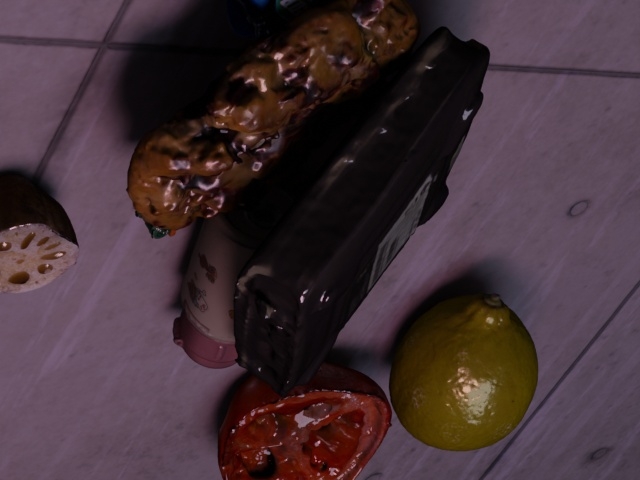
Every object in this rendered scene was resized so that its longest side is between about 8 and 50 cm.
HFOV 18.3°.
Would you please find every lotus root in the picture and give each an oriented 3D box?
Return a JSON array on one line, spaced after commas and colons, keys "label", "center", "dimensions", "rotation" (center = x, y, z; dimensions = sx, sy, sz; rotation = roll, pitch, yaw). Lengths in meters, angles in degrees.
[{"label": "lotus root", "center": [-0.305, -0.003, 1.935], "dimensions": [0.112, 0.081, 0.122], "rotation": [-36, 148, 13]}]

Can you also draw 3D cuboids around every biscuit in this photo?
[{"label": "biscuit", "center": [-0.035, -0.118, 1.896], "dimensions": [0.334, 0.081, 0.289], "rotation": [-34, 168, -19]}]

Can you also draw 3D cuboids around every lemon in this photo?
[{"label": "lemon", "center": [0.180, 0.163, 2.455], "dimensions": [0.184, 0.184, 0.248], "rotation": [-13, 144, -25]}]

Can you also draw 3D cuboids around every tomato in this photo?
[{"label": "tomato", "center": [-0.030, 0.224, 2.453], "dimensions": [0.228, 0.101, 0.228], "rotation": [-15, 138, -13]}]

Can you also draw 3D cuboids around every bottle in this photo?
[{"label": "bottle", "center": [-0.092, 0.045, 2.140], "dimensions": [0.110, 0.110, 0.233], "rotation": [-10, 142, -28]}]

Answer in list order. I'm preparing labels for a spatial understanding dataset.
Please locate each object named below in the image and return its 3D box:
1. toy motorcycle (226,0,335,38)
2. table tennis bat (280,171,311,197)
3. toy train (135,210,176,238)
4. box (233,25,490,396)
[{"label": "toy motorcycle", "center": [-0.045, -0.256, 1.780], "dimensions": [0.135, 0.092, 0.254], "rotation": [-32, 150, 5]}, {"label": "table tennis bat", "center": [0.000, 0.000, 2.237], "dimensions": [0.154, 0.021, 0.274], "rotation": [-28, 150, -2]}, {"label": "toy train", "center": [-0.152, -0.045, 2.036], "dimensions": [0.064, 0.044, 0.103], "rotation": [-22, 148, -31]}, {"label": "box", "center": [0.042, -0.022, 2.003], "dimensions": [0.350, 0.091, 0.359], "rotation": [-51, 171, -17]}]
